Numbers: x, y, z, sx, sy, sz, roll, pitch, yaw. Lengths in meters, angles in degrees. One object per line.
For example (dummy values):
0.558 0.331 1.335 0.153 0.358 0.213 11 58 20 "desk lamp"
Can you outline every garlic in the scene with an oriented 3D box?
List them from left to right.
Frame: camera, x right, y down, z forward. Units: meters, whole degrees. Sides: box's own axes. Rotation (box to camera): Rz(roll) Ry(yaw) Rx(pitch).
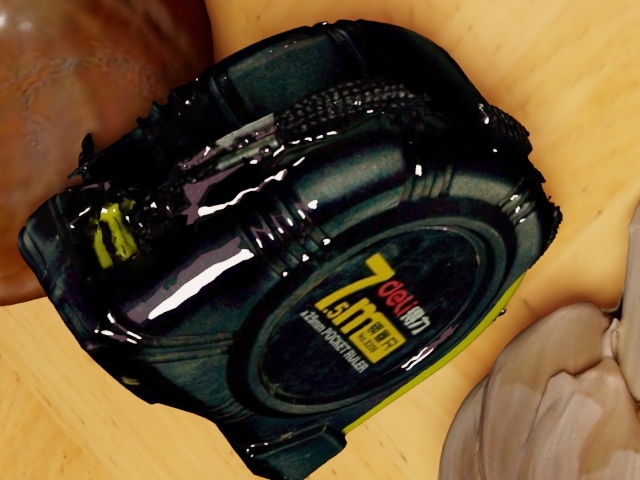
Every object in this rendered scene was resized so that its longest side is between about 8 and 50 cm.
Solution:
0.117 0.067 0.586 0.131 0.127 0.194 7 77 8 "garlic"

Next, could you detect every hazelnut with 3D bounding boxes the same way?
-0.150 -0.089 0.628 0.229 0.229 0.229 6 103 27 "hazelnut"

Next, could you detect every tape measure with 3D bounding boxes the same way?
0.000 0.000 0.590 0.186 0.199 0.112 -33 58 6 "tape measure"
